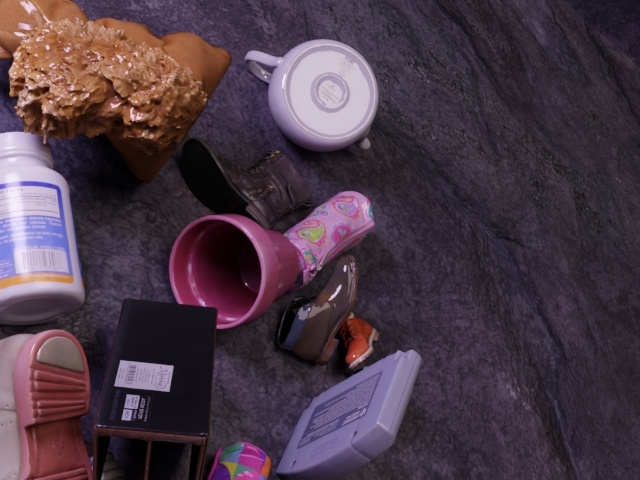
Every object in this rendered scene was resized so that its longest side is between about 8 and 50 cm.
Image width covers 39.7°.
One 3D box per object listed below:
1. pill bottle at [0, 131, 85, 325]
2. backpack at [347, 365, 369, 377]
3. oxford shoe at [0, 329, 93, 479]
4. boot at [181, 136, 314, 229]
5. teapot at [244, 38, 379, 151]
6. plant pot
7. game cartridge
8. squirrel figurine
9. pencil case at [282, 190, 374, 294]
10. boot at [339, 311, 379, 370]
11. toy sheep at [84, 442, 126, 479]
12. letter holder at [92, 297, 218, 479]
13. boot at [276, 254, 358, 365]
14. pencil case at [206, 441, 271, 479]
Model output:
[{"bbox_3d":[-0.453,-0.020,1.350,0.152,0.152,0.272,4,63,-41],"label":"pill bottle"},{"bbox_3d":[0.114,0.306,1.725,0.105,0.084,0.114,16,60,-32],"label":"backpack"},{"bbox_3d":[-0.406,0.325,1.222,0.140,0.146,0.397,18,70,-57],"label":"oxford shoe"},{"bbox_3d":[-0.140,-0.126,1.762,0.263,0.091,0.229,53,37,-10],"label":"boot"},{"bbox_3d":[-0.012,-0.305,1.907,0.252,0.187,0.256,-14,93,-19],"label":"teapot"},{"bbox_3d":[-0.138,0.050,1.582,0.180,0.201,0.201,-6,70,-62],"label":"plant pot"},{"bbox_3d":[0.044,0.312,1.500,0.062,0.297,0.198,37,46,-15],"label":"game cartridge"},{"bbox_3d":[-0.368,-0.288,1.436,0.370,0.281,0.397,34,7,-13],"label":"squirrel figurine"},{"bbox_3d":[0.000,0.000,1.771,0.124,0.124,0.284,55,40,-2],"label":"pencil case"},{"bbox_3d":[0.063,0.197,1.746,0.084,0.059,0.158,46,20,-7],"label":"boot"},{"bbox_3d":[-0.326,0.358,1.292,0.091,0.091,0.132,-12,75,-45],"label":"toy sheep"},{"bbox_3d":[-0.246,0.264,1.333,0.152,0.214,0.302,7,30,-8],"label":"letter holder"},{"bbox_3d":[-0.004,0.122,1.677,0.106,0.082,0.219,20,85,-31],"label":"boot"},{"bbox_3d":[-0.154,0.435,1.395,0.104,0.104,0.236,39,44,-19],"label":"pencil case"}]
